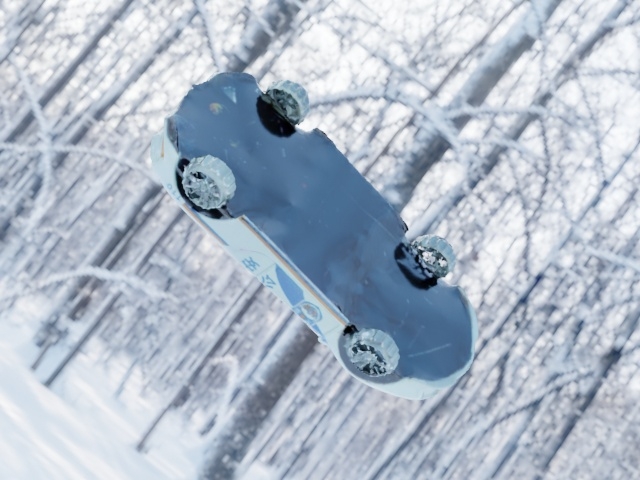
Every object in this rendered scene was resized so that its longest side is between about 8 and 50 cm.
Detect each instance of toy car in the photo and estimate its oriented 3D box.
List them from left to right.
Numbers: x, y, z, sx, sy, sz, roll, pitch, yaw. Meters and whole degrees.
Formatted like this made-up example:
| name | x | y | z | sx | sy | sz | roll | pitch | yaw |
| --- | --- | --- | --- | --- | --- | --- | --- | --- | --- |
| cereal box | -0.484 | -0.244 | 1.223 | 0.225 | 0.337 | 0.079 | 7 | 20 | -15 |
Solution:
| name | x | y | z | sx | sy | sz | roll | pitch | yaw |
| --- | --- | --- | --- | --- | --- | --- | --- | --- | --- |
| toy car | 0.000 | 0.000 | 0.552 | 0.205 | 0.095 | 0.056 | 47 | -47 | -10 |
